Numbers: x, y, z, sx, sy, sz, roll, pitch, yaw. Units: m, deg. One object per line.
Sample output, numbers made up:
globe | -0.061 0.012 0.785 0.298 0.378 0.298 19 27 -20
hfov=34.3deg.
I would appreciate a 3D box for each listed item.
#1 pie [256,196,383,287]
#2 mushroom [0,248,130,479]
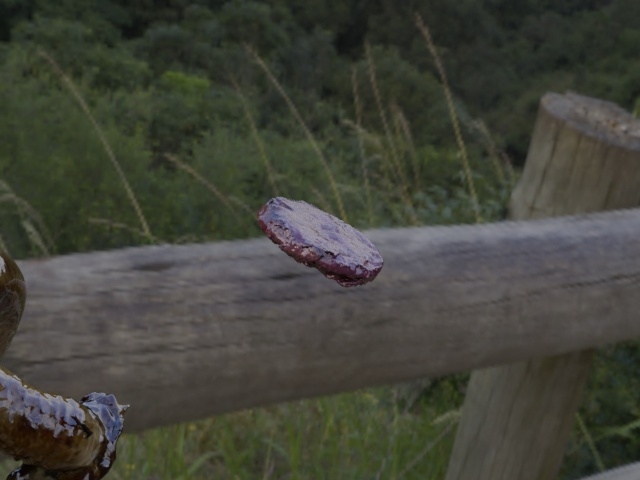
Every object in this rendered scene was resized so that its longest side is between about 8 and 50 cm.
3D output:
pie | 0.000 0.000 1.141 0.154 0.036 0.154 28 18 -10
mushroom | -0.432 0.188 1.196 0.331 0.334 0.356 -42 84 -20
